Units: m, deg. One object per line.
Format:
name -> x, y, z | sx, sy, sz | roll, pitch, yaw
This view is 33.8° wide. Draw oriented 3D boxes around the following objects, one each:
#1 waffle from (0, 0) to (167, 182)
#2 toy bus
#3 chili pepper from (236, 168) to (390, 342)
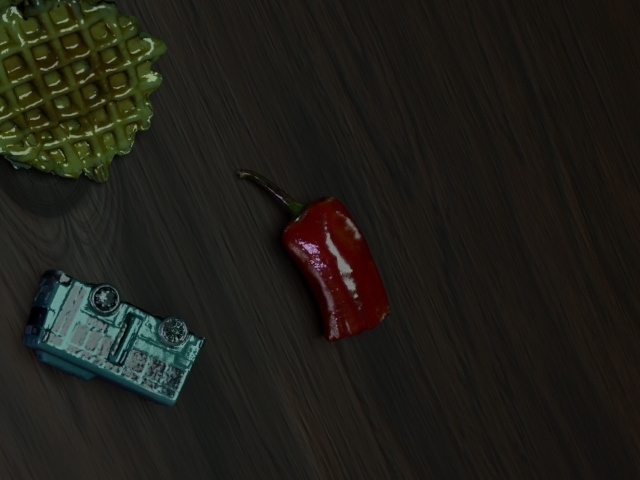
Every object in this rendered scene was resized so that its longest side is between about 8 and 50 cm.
waffle -> -0.394, -0.240, 1.610 | 0.317, 0.073, 0.297 | 17, 104, -39
toy bus -> -0.325, 0.151, 1.624 | 0.256, 0.128, 0.147 | 28, 75, -23
chili pepper -> 0.005, -0.002, 1.798 | 0.135, 0.131, 0.338 | -29, 95, -35
